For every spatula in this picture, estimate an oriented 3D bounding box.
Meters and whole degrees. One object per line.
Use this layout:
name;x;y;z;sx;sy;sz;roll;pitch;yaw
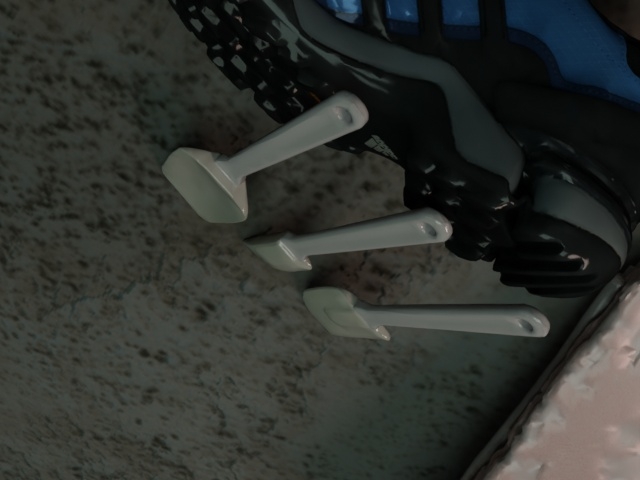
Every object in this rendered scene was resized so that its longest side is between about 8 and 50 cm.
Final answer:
spatula;0.000;0.000;0.433;0.168;0.019;0.242;49;160;-13

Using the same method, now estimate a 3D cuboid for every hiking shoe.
hiking shoe;0.036;-0.107;0.385;0.304;0.132;0.113;40;167;7

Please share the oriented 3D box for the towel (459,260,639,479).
towel;0.242;0.208;0.518;0.317;0.053;0.332;29;114;-2
